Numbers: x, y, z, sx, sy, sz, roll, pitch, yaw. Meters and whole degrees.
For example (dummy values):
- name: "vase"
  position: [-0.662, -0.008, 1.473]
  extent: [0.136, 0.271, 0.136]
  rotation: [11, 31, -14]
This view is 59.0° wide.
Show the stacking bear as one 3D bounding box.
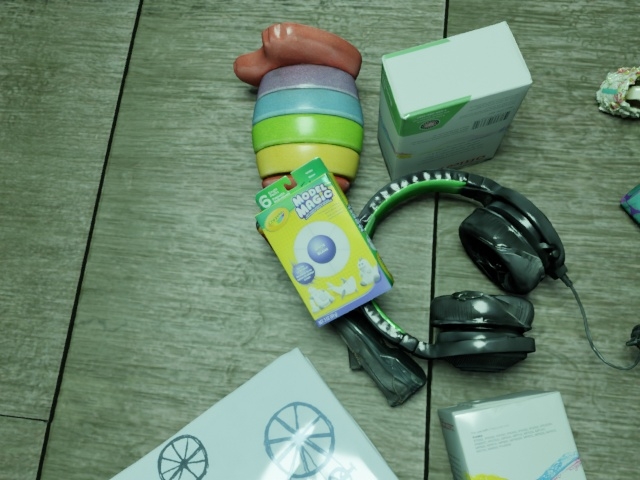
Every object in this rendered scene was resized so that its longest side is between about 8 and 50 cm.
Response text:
- name: "stacking bear"
  position: [-0.023, -0.110, 0.765]
  extent: [0.164, 0.175, 0.289]
  rotation: [3, 85, -28]

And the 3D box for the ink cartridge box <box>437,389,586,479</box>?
- name: "ink cartridge box"
  position: [0.225, 0.272, 0.661]
  extent: [0.127, 0.128, 0.176]
  rotation: [-12, 76, 0]

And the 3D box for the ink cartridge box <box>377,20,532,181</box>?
- name: "ink cartridge box"
  position: [0.159, -0.164, 0.735]
  extent: [0.154, 0.212, 0.093]
  rotation: [-16, 72, 0]

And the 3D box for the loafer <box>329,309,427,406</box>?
- name: "loafer"
  position: [0.056, 0.145, 0.741]
  extent: [0.170, 0.062, 0.061]
  rotation: [42, 104, 15]

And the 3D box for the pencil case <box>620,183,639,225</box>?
- name: "pencil case"
  position: [0.477, -0.017, 0.753]
  extent: [0.070, 0.064, 0.151]
  rotation: [-39, 76, 19]

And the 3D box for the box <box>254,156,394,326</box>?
- name: "box"
  position: [0.000, 0.000, 0.676]
  extent: [0.105, 0.043, 0.179]
  rotation: [-30, 89, 13]

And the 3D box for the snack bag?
- name: "snack bag"
  position: [-0.069, 0.338, 0.644]
  extent: [0.342, 0.037, 0.323]
  rotation: [-33, 62, -17]

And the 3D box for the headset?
- name: "headset"
  position: [0.223, 0.050, 0.689]
  extent: [0.394, 0.185, 0.243]
  rotation: [22, 78, 8]

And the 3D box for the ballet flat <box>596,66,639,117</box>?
- name: "ballet flat"
  position: [0.515, -0.200, 0.785]
  extent: [0.241, 0.077, 0.091]
  rotation: [-2, 107, 7]
